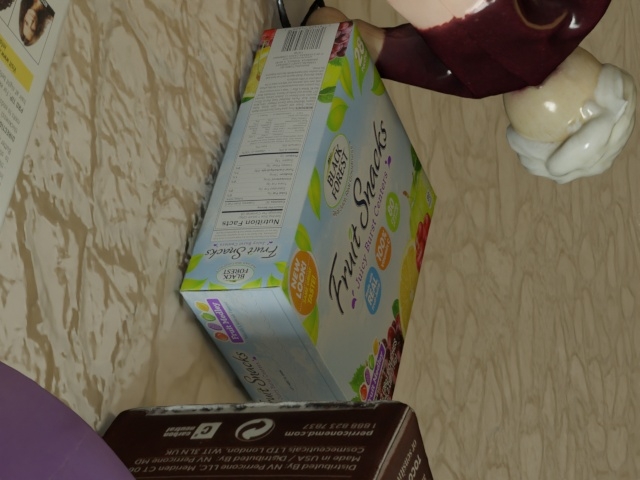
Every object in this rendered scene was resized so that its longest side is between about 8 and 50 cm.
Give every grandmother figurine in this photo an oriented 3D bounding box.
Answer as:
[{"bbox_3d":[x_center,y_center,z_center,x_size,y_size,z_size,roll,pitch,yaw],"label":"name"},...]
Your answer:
[{"bbox_3d":[0.093,-0.159,1.107,0.342,0.207,0.104,47,45,-34],"label":"grandmother figurine"}]

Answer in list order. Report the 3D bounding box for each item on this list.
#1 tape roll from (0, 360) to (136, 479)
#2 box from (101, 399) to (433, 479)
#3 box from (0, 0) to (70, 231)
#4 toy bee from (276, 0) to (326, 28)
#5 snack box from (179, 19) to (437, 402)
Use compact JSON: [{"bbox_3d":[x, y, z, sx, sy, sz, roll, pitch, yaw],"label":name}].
[{"bbox_3d":[-0.145,0.130,0.607,0.080,0.189,0.189,-50,132,-56],"label":"tape roll"},{"bbox_3d":[-0.031,0.207,0.881,0.167,0.168,0.203,-60,140,-53],"label":"box"},{"bbox_3d":[-0.161,-0.100,0.761,0.100,0.060,0.244,55,38,-49],"label":"box"},{"bbox_3d":[0.072,-0.282,1.195,0.195,0.162,0.298,6,82,-68],"label":"toy bee"},{"bbox_3d":[0.000,0.000,1.103,0.174,0.070,0.207,62,33,-44],"label":"snack box"}]
